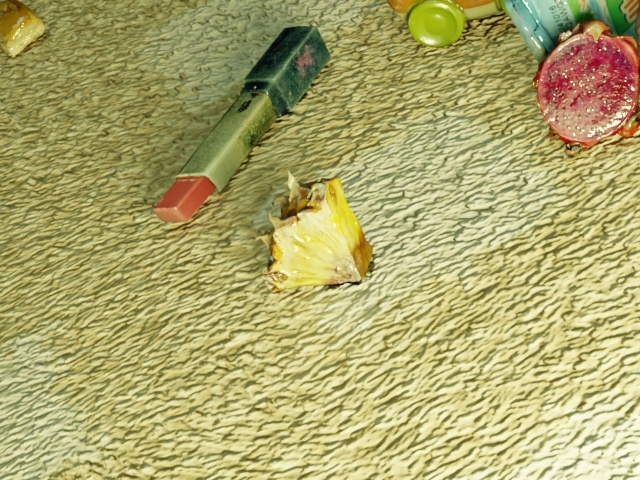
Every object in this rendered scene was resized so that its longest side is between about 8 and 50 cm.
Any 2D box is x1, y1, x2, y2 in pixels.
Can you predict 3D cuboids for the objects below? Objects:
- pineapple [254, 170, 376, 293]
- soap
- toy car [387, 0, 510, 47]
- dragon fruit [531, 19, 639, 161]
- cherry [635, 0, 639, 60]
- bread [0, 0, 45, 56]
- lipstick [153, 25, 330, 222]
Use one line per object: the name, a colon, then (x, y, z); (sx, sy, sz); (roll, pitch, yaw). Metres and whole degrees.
pineapple: (0.000, 0.000, 1.518); (0.116, 0.137, 0.069); (26, 50, -2)
soap: (0.310, -0.284, 1.643); (0.293, 0.156, 0.077); (-37, 23, -17)
toy car: (0.162, -0.350, 1.772); (0.235, 0.235, 0.145); (-12, 36, 18)
dragon fruit: (0.265, -0.148, 1.558); (0.112, 0.126, 0.068); (-20, -7, 14)
cherry: (0.374, -0.194, 1.455); (0.195, 0.195, 0.195); (-17, 35, 12)
bread: (-0.432, -0.302, 2.234); (0.072, 0.053, 0.106); (-38, 41, -12)
lipstick: (-0.086, -0.124, 1.777); (0.051, 0.051, 0.312); (5, 46, 35)
